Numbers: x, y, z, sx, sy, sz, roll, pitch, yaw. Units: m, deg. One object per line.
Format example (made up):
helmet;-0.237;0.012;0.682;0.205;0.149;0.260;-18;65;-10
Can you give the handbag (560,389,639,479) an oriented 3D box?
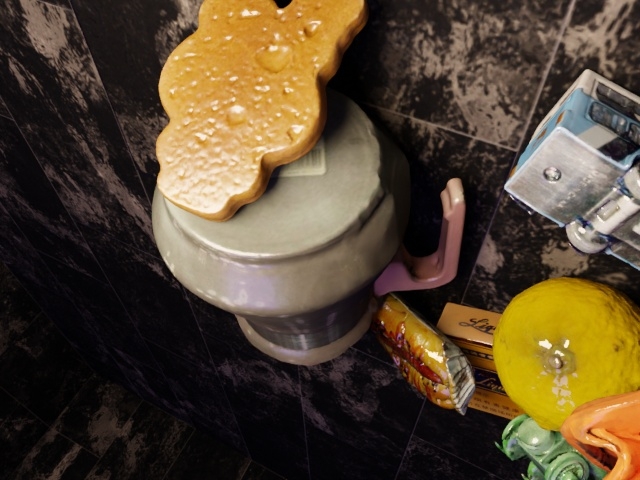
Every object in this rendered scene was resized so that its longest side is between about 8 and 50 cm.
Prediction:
handbag;0.467;0.234;0.571;0.303;0.116;0.410;-33;133;27

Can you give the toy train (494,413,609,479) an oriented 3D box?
toy train;0.408;0.331;0.862;0.243;0.188;0.132;51;176;-27

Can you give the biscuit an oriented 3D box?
biscuit;-0.071;-0.163;0.551;0.186;0.295;0.044;26;177;16

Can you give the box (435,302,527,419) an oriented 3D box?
box;0.291;0.212;0.923;0.152;0.070;0.237;10;144;32

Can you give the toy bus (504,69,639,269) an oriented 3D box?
toy bus;0.333;-0.028;0.505;0.297;0.131;0.106;30;145;3

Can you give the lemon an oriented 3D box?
lemon;0.316;0.142;0.680;0.192;0.192;0.231;2;176;39

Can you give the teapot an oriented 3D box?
teapot;0.000;0.000;0.732;0.376;0.306;0.362;-4;150;3

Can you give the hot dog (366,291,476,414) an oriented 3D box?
hot dog;0.143;0.167;0.881;0.270;0.082;0.163;42;163;49
